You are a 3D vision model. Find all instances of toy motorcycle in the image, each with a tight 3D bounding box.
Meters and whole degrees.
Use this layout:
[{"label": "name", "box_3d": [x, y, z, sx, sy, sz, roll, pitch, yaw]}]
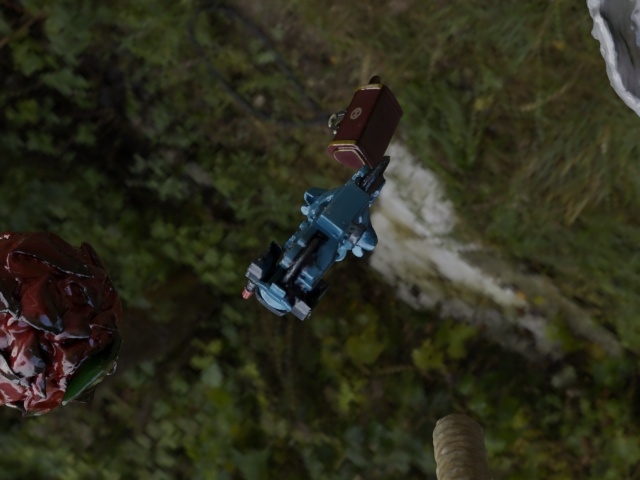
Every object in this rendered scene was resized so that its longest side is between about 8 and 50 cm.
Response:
[{"label": "toy motorcycle", "box_3d": [0.000, 0.000, 1.780, 0.123, 0.272, 0.182, 39, 144, 3]}]

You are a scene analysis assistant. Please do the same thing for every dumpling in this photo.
[{"label": "dumpling", "box_3d": [0.332, -0.224, 1.234, 0.163, 0.293, 0.204, 34, 139, 33]}]

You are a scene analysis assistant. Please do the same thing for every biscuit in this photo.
[{"label": "biscuit", "box_3d": [0.145, 0.244, 1.304, 0.061, 0.219, 0.055, 36, 109, -15]}]

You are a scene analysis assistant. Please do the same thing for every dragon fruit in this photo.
[{"label": "dragon fruit", "box_3d": [-0.368, 0.079, 1.580, 0.293, 0.233, 0.234, 25, 151, 6]}]

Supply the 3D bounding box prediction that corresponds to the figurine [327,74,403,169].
[{"label": "figurine", "box_3d": [0.063, -0.189, 2.082, 0.098, 0.154, 0.082, 7, 153, 35]}]
